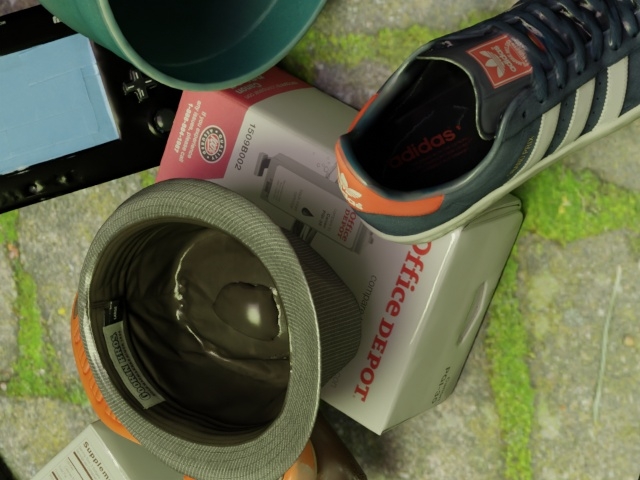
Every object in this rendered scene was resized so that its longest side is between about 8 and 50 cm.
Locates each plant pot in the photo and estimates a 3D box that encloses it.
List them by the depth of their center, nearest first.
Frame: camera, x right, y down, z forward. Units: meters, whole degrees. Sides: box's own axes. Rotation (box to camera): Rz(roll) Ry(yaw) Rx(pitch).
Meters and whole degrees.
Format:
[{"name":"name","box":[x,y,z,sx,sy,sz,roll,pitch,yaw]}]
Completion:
[{"name":"plant pot","box":[-0.158,-0.285,1.599,0.255,0.271,0.272,23,113,40]}]

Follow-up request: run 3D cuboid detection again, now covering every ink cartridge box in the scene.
[{"name":"ink cartridge box","box":[0.000,0.000,1.640,0.283,0.117,0.207,30,115,23]}]

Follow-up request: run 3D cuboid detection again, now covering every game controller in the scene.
[{"name":"game controller","box":[-0.276,-0.113,1.718,0.319,0.067,0.166,-17,106,-4]}]

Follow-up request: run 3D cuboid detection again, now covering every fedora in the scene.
[{"name":"fedora","box":[-0.065,0.065,1.548,0.275,0.124,0.244,4,102,40]}]

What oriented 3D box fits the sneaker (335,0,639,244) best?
[{"name":"sneaker","box":[0.157,-0.129,1.438,0.350,0.148,0.131,-41,69,5]}]

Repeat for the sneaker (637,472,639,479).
[{"name":"sneaker","box":[0.248,0.338,1.514,0.185,0.202,0.483,31,115,21]}]

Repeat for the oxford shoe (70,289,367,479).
[{"name":"oxford shoe","box":[-0.100,0.139,1.733,0.363,0.132,0.130,43,110,39]}]

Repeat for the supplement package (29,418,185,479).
[{"name":"supplement package","box":[-0.209,0.246,1.831,0.179,0.105,0.105,-42,78,31]}]

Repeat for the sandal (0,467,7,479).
[{"name":"sandal","box":[-0.274,0.392,1.920,0.167,0.107,0.446,-38,68,33]}]
